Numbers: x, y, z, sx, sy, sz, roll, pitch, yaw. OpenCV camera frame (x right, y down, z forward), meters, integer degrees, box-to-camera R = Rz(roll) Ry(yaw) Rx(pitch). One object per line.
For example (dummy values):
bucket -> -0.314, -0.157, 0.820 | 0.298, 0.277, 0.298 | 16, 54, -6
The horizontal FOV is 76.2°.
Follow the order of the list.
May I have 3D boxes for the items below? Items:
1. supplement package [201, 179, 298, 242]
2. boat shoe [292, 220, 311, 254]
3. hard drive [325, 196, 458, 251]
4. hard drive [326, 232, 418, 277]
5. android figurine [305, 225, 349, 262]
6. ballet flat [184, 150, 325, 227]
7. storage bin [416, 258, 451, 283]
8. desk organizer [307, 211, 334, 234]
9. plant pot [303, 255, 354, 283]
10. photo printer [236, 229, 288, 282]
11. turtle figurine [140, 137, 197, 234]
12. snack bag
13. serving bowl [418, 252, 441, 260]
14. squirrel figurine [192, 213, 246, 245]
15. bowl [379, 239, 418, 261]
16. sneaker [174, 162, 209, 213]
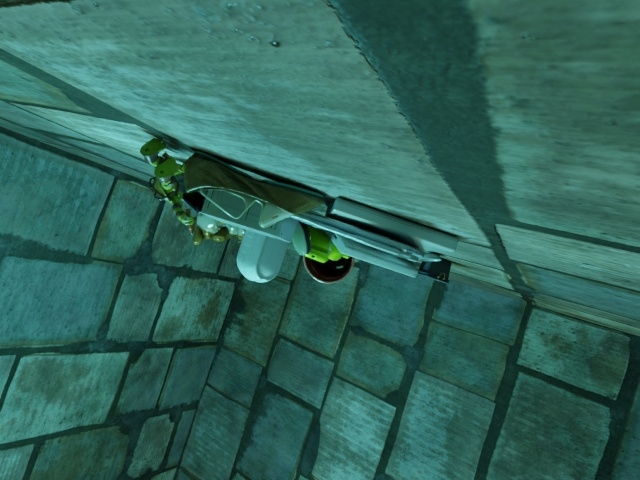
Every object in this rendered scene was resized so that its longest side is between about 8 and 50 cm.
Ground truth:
supplement package -> -0.192, -0.096, 1.187 | 0.244, 0.138, 0.134 | 18, 176, 13
boat shoe -> -0.073, -0.032, 1.587 | 0.069, 0.081, 0.227 | 7, -138, -33
hard drive -> 0.171, -0.036, 1.059 | 0.308, 0.040, 0.203 | 18, 178, -5
hard drive -> 0.209, 0.039, 1.685 | 0.353, 0.047, 0.233 | 19, -164, -24
android figurine -> 0.000, 0.000, 1.716 | 0.273, 0.056, 0.248 | 21, -147, -12
ballet flat -> -0.165, -0.104, 0.987 | 0.343, 0.124, 0.116 | 18, 178, -10
storage bin -> 0.474, 0.114, 1.670 | 0.135, 0.090, 0.098 | 18, 178, -24
desk organizer -> -0.002, -0.067, 1.568 | 0.130, 0.047, 0.050 | 20, -178, -19
plant pot -> 0.068, 0.082, 2.235 | 0.273, 0.272, 0.265 | 18, -174, 10
photo printer -> -0.207, 0.000, 1.507 | 0.107, 0.307, 0.256 | 19, 176, -29
turtle figurine -> -0.390, -0.156, 1.029 | 0.087, 0.269, 0.217 | -17, 159, -14
snack bag -> 0.115, -0.012, 1.144 | 0.323, 0.037, 0.343 | 19, -177, 21
serving bowl -> 0.414, 0.061, 1.543 | 0.084, 0.027, 0.083 | 2, 172, 0
squirrel figurine -> -0.488, -0.112, 2.331 | 0.371, 0.280, 0.397 | 8, -169, 4
bowl -> 0.299, 0.034, 1.583 | 0.142, 0.053, 0.142 | 18, 178, -25
sneaker -> -0.349, -0.125, 1.296 | 0.300, 0.111, 0.121 | 25, -143, -41
